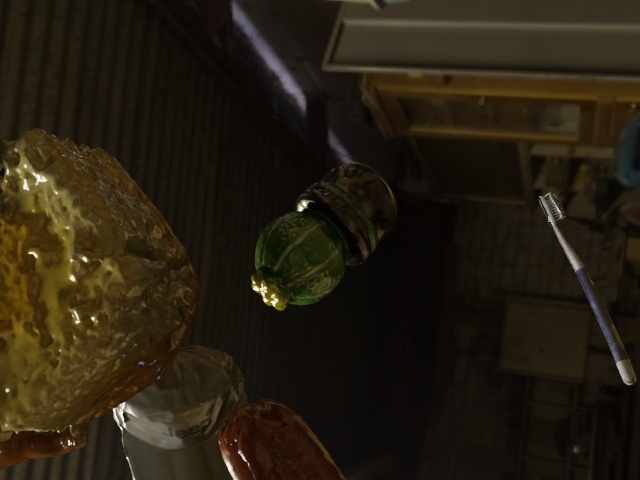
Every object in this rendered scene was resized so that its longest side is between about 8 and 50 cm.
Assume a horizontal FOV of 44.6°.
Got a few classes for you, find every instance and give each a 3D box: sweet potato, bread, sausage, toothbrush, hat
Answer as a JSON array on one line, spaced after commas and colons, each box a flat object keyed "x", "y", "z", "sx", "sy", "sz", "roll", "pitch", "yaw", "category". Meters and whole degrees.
[{"x": -0.383, "y": 0.249, "z": 0.935, "sx": 0.057, "sy": 0.265, "sz": 0.057, "roll": 30, "pitch": -127, "yaw": -50, "category": "sweet potato"}, {"x": -0.194, "y": 0.045, "z": 0.681, "sx": 0.204, "sy": 0.163, "sz": 0.261, "roll": 21, "pitch": -106, "yaw": -79, "category": "bread"}, {"x": 0.014, "y": 0.301, "z": 0.763, "sx": 0.330, "sy": 0.102, "sz": 0.102, "roll": 55, "pitch": -164, "yaw": 7, "category": "sausage"}, {"x": 0.366, "y": 0.059, "z": 1.066, "sx": 0.024, "sy": 0.026, "sz": 0.288, "roll": 4, "pitch": -121, "yaw": -39, "category": "toothbrush"}, {"x": -0.194, "y": 0.290, "z": 1.177, "sx": 0.149, "sy": 0.214, "sz": 0.244, "roll": 94, "pitch": 154, "yaw": -62, "category": "hat"}]

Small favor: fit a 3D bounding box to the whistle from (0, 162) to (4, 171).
[{"x": -0.319, "y": -0.075, "z": 0.633, "sx": 0.244, "sy": 0.092, "sz": 0.110, "roll": 34, "pitch": -141, "yaw": -55, "category": "whistle"}]

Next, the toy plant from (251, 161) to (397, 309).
[{"x": 0.000, "y": 0.000, "z": 0.759, "sx": 0.162, "sy": 0.093, "sz": 0.092, "roll": -45, "pitch": -35, "yaw": -25, "category": "toy plant"}]
